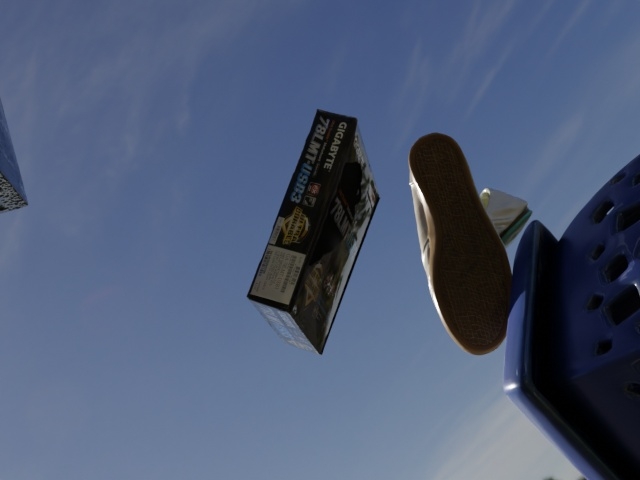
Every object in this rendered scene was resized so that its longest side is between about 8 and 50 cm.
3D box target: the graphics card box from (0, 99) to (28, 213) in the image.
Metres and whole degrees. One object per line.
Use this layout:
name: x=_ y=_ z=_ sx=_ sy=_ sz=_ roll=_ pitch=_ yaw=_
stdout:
graphics card box: x=-0.656 y=-0.250 z=1.639 sx=0.094 sy=0.371 sz=0.233 roll=-17 pitch=-11 yaw=-10

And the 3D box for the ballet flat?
ballet flat: x=0.287 y=0.003 z=1.681 sx=0.400 sy=0.139 sz=0.139 roll=-39 pitch=-20 yaw=-52

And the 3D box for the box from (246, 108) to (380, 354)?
box: x=0.000 y=0.000 z=1.315 sx=0.295 sy=0.073 sz=0.293 roll=66 pitch=-136 yaw=-68

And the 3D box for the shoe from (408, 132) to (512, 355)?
shoe: x=0.134 y=0.004 z=0.836 sx=0.077 sy=0.219 sz=0.058 roll=-12 pitch=-18 yaw=4

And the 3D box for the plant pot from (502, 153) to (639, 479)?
plant pot: x=0.287 y=0.082 z=0.714 sx=0.212 sy=0.236 sz=0.236 roll=-29 pitch=27 yaw=34
